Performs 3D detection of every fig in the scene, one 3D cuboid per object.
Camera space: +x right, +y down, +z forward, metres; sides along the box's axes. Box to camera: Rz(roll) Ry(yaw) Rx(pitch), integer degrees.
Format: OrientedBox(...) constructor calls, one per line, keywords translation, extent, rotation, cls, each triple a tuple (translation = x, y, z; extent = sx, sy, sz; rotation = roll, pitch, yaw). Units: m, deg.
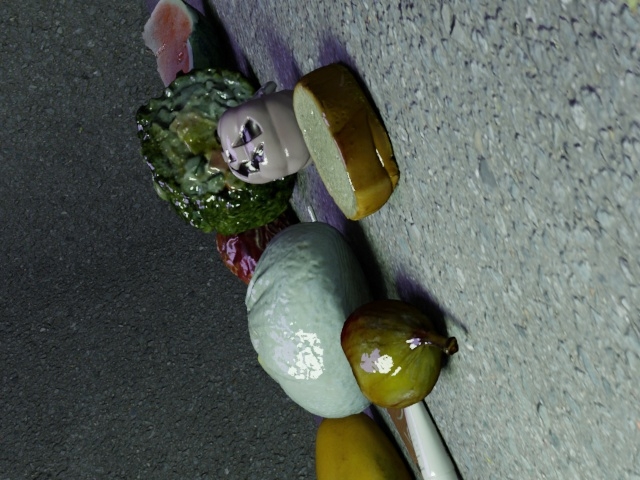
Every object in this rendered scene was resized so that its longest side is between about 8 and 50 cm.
OrientedBox(translation=(0.124, 0.161, 1.266), extent=(0.170, 0.145, 0.274), rotation=(67, 159, 5), cls="fig")

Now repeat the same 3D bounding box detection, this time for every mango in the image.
OrientedBox(translation=(0.107, 0.586, 2.022), extent=(0.300, 0.232, 0.445), rotation=(72, 179, -51), cls="mango")

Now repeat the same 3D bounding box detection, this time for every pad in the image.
OrientedBox(translation=(0.166, 0.349, 1.774), extent=(0.286, 0.018, 0.284), rotation=(85, 159, -64), cls="pad")

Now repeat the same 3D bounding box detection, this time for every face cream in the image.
OrientedBox(translation=(0.187, 0.348, 1.564), extent=(0.092, 0.058, 0.243), rotation=(79, 171, -67), cls="face cream")

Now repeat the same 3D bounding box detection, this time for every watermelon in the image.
OrientedBox(translation=(-0.311, -0.427, 2.062), extent=(0.224, 0.180, 0.305), rotation=(63, -178, -60), cls="watermelon")

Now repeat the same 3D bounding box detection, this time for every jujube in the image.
OrientedBox(translation=(-0.110, 0.046, 2.053), extent=(0.342, 0.216, 0.216), rotation=(47, 159, 40), cls="jujube")

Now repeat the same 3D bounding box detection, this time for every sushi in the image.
OrientedBox(translation=(-0.228, -0.188, 1.855), extent=(0.352, 0.294, 0.178), rotation=(61, 172, 19), cls="sushi")

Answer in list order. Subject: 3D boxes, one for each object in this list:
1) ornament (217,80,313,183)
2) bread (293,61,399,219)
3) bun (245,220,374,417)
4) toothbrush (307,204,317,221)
OrientedBox(translation=(-0.090, -0.185, 1.477), extent=(0.177, 0.177, 0.177), rotation=(157, 90, -80), cls="ornament")
OrientedBox(translation=(0.033, -0.138, 1.232), extent=(0.236, 0.070, 0.236), rotation=(156, 90, -81), cls="bread")
OrientedBox(translation=(-0.012, 0.142, 1.541), extent=(0.362, 0.211, 0.362), rotation=(-11, -90, -80), cls="bun")
OrientedBox(translation=(0.000, 0.000, 1.855), extent=(0.014, 0.017, 0.162), rotation=(15, 128, 68), cls="toothbrush")
